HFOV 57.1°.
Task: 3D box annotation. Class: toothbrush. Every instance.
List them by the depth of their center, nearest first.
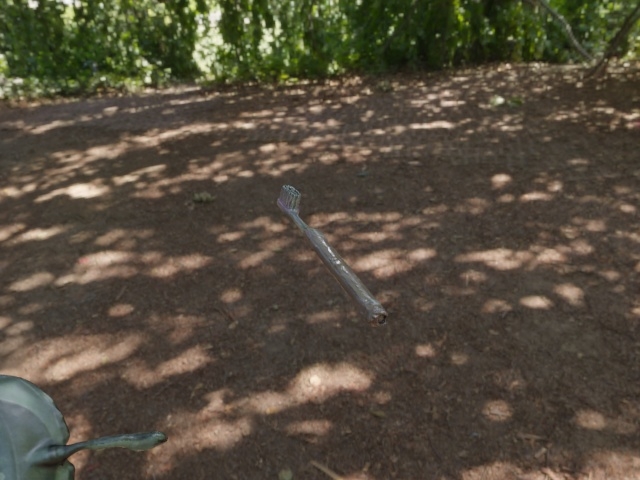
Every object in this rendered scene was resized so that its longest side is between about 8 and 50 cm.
[{"bbox_3d":[0.000,0.000,0.174,0.006,0.008,0.097,6,19,-19],"label":"toothbrush"}]

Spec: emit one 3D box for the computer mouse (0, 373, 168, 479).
[{"bbox_3d":[-0.312,0.205,0.475,0.379,0.167,0.090,-10,-14,-10],"label":"computer mouse"}]
